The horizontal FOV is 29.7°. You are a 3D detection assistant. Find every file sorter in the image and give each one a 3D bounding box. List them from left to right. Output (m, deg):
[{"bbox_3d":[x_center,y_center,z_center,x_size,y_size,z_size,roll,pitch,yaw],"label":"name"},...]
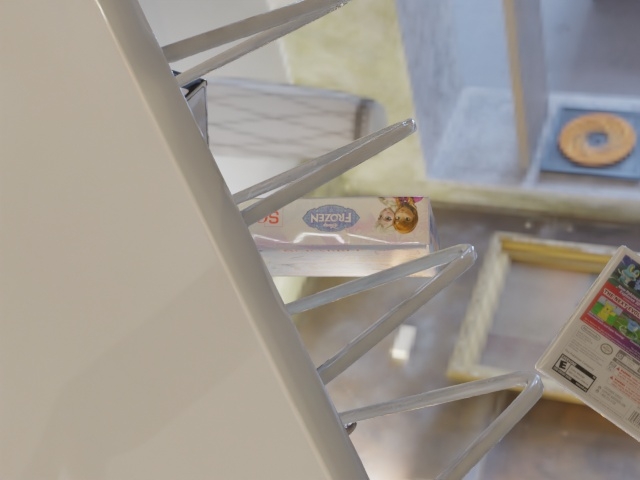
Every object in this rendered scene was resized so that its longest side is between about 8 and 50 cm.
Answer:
[{"bbox_3d":[-0.057,-0.006,0.524,0.173,0.192,0.278,-33,-80,-49],"label":"file sorter"}]

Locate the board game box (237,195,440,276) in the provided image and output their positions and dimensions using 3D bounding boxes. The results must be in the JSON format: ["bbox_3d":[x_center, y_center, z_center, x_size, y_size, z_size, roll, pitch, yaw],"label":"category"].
[{"bbox_3d":[0.000,0.000,1.656,0.318,0.318,0.066,51,-141,-79],"label":"board game box"}]

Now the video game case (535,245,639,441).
[{"bbox_3d":[0.393,0.137,1.460,0.183,0.201,0.023,-55,0,2],"label":"video game case"}]

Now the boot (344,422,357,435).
[{"bbox_3d":[-0.011,0.205,1.022,0.118,0.042,0.087,-16,-76,-36],"label":"boot"}]

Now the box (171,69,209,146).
[{"bbox_3d":[-0.271,-0.109,1.762,0.290,0.087,0.169,-52,-27,-43],"label":"box"}]
